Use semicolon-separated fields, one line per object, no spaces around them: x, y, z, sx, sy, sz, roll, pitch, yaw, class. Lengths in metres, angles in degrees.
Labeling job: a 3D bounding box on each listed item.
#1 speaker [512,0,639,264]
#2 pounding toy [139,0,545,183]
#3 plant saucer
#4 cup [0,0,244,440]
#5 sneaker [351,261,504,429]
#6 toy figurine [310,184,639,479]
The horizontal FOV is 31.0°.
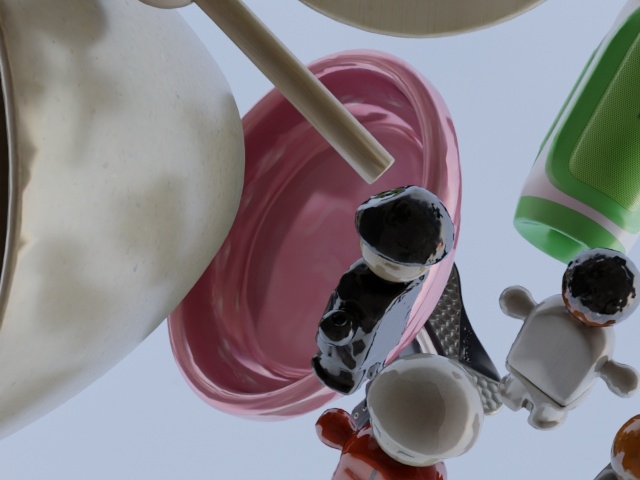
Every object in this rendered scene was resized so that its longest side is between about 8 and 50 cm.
0.312;-0.119;1.173;0.131;0.131;0.297;28;-100;12;speaker
0.034;-0.172;0.511;0.183;0.110;0.237;37;-60;-7;pounding toy
0.000;0.000;0.994;0.332;0.084;0.332;-28;-131;37;plant saucer
-0.182;-0.046;0.649;0.331;0.237;0.331;3;-85;37;cup
0.079;0.104;1.144;0.086;0.163;0.226;2;-123;-33;sneaker
0.101;0.084;0.663;0.209;0.148;0.213;12;-142;-10;toy figurine
